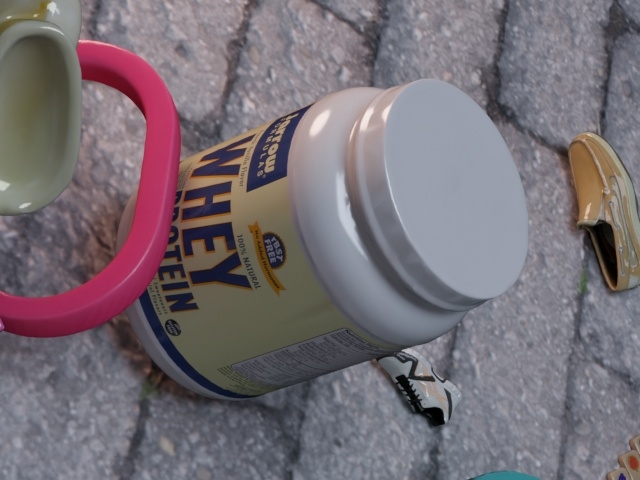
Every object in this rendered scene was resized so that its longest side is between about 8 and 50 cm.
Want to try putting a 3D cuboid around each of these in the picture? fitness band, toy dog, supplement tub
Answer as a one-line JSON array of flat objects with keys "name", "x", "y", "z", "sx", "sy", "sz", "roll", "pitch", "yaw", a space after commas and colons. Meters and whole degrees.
[{"name": "fitness band", "x": -0.231, "y": -0.049, "z": 1.714, "sx": 0.209, "sy": 0.054, "sz": 0.291, "roll": 2, "pitch": 60, "yaw": 5}, {"name": "toy dog", "x": -0.351, "y": -0.264, "z": 1.601, "sx": 0.284, "sy": 0.395, "sz": 0.408, "roll": 3, "pitch": 25, "yaw": -16}, {"name": "supplement tub", "x": 0.000, "y": 0.000, "z": 1.747, "sx": 0.235, "sy": 0.325, "sz": 0.235, "roll": 24, "pitch": 56, "yaw": -42}]

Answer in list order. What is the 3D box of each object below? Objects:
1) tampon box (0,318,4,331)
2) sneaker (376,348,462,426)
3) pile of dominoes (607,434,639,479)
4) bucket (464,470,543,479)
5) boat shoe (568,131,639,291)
[{"name": "tampon box", "x": -0.369, "y": 0.057, "z": 1.596, "sx": 0.161, "sy": 0.101, "sz": 0.120, "roll": -18, "pitch": 80, "yaw": -42}, {"name": "sneaker", "x": 0.099, "y": 0.147, "z": 1.972, "sx": 0.109, "sy": 0.040, "sz": 0.044, "roll": 38, "pitch": 52, "yaw": -18}, {"name": "pile of dominoes", "x": 0.383, "y": 0.325, "z": 2.115, "sx": 0.196, "sy": 0.040, "sz": 0.251, "roll": 51, "pitch": 47, "yaw": -8}, {"name": "bucket", "x": 0.139, "y": 0.355, "z": 1.804, "sx": 0.281, "sy": 0.183, "sz": 0.281, "roll": 18, "pitch": 59, "yaw": -32}, {"name": "boat shoe", "x": 0.325, "y": -0.032, "z": 2.230, "sx": 0.072, "sy": 0.068, "sz": 0.190, "roll": -20, "pitch": 82, "yaw": -31}]
